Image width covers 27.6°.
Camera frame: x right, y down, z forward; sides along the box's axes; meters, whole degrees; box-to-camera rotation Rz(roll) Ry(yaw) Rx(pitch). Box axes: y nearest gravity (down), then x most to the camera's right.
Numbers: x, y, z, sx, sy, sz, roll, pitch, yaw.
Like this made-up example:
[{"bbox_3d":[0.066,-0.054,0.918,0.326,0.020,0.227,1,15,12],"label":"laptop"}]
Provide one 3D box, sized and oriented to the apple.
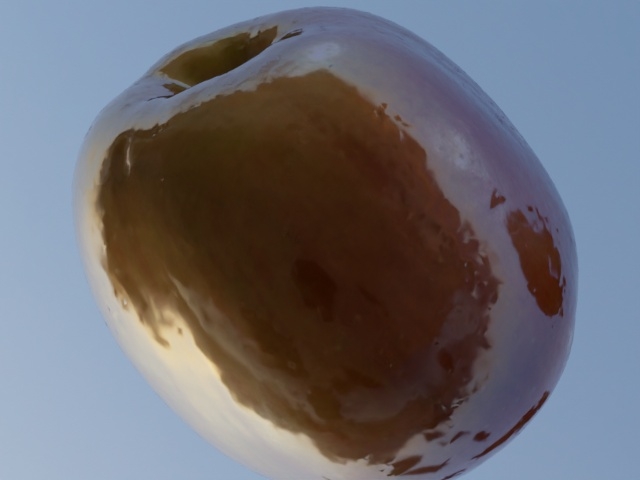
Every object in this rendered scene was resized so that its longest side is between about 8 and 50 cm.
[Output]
[{"bbox_3d":[0.000,0.000,0.490,0.199,0.199,0.199,0,-89,22],"label":"apple"}]
